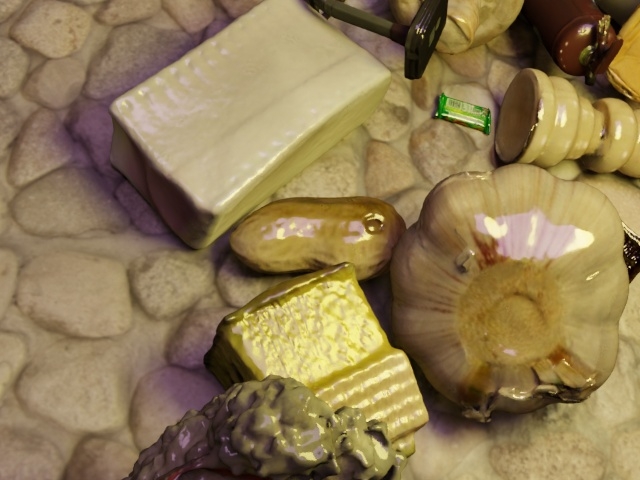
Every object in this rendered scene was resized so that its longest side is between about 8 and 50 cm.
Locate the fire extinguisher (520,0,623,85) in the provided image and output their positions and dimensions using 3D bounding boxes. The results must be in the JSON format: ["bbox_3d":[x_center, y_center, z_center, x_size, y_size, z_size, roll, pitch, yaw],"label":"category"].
[{"bbox_3d":[0.365,-0.353,1.532,0.105,0.141,0.341,-11,45,-7],"label":"fire extinguisher"}]

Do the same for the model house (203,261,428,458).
[{"bbox_3d":[0.003,0.174,1.211,0.193,0.175,0.234,-25,68,-24],"label":"model house"}]

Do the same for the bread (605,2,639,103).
[{"bbox_3d":[0.515,-0.294,1.496,0.114,0.190,0.132,-24,66,-45],"label":"bread"}]

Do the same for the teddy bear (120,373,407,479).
[{"bbox_3d":[-0.045,0.327,1.041,0.357,0.224,0.367,-41,107,7],"label":"teddy bear"}]

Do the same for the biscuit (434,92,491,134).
[{"bbox_3d":[0.216,-0.190,1.538,0.089,0.016,0.046,16,63,-5],"label":"biscuit"}]

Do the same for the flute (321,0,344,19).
[{"bbox_3d":[0.038,-0.380,1.594,0.014,0.014,0.269,36,61,6],"label":"flute"}]

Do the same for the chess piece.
[{"bbox_3d":[0.400,-0.156,1.511,0.260,0.143,0.143,11,61,-16],"label":"chess piece"}]

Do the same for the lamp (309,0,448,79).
[{"bbox_3d":[0.055,-0.326,1.442,0.283,0.203,0.124,38,76,19],"label":"lamp"}]

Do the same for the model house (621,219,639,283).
[{"bbox_3d":[0.364,0.014,1.397,0.165,0.152,0.106,44,56,9],"label":"model house"}]

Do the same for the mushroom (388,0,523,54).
[{"bbox_3d":[0.195,-0.377,1.520,0.206,0.206,0.209,42,29,9],"label":"mushroom"}]

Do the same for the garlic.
[{"bbox_3d":[0.233,0.059,1.278,0.321,0.241,0.322,0,88,-14],"label":"garlic"}]

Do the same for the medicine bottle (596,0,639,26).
[{"bbox_3d":[0.579,-0.392,1.618,0.208,0.208,0.340,-39,78,-27],"label":"medicine bottle"}]

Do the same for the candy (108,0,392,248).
[{"bbox_3d":[-0.095,-0.168,1.381,0.208,0.145,0.358,43,62,11],"label":"candy"}]

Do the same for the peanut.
[{"bbox_3d":[0.000,0.000,1.337,0.236,0.110,0.120,-2,73,-12],"label":"peanut"}]
